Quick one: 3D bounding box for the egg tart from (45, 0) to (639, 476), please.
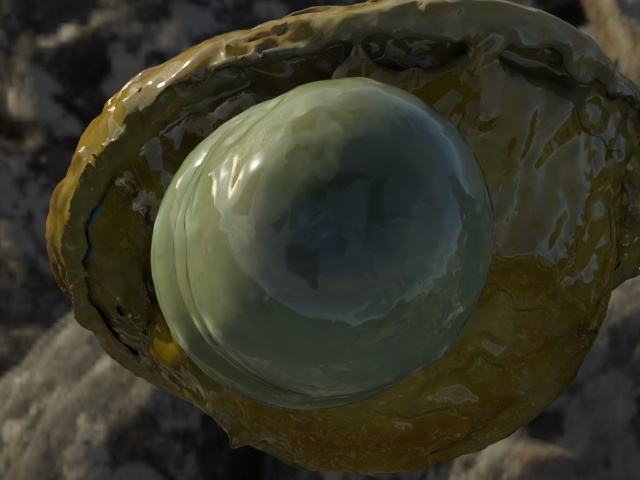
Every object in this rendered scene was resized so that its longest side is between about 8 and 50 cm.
[{"bbox_3d":[0.034,0.019,0.993,0.388,0.388,0.169,-1,51,-10],"label":"egg tart"}]

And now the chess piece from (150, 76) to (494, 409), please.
[{"bbox_3d":[0.000,0.000,0.587,0.133,0.243,0.133,0,87,-2],"label":"chess piece"}]
